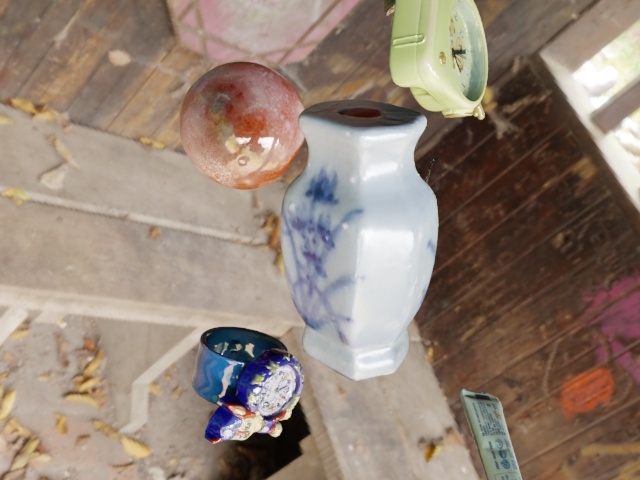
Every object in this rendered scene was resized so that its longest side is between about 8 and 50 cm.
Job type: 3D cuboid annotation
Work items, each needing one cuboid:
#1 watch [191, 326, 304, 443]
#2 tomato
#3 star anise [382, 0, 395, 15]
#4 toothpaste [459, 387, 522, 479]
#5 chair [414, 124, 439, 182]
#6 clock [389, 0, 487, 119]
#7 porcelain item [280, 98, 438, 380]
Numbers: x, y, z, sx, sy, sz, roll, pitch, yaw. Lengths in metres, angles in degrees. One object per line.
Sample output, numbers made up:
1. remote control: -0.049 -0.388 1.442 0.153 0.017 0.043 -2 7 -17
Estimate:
1. watch: -0.146 0.246 1.517 0.196 0.171 0.200 11 14 -47
2. tomato: -0.170 -0.247 1.750 0.270 0.270 0.227 60 10 18
3. star anise: 0.173 -0.590 1.765 0.209 0.089 0.231 -55 129 -28
4. toothpaste: 0.269 0.339 1.251 0.069 0.047 0.268 -7 48 -3
5. chair: 0.135 -0.146 1.801 0.149 0.213 0.174 9 42 -19
6. clock: 0.233 -0.339 1.539 0.308 0.096 0.235 32 60 -53
7. porcelain item: 0.055 0.000 1.282 0.178 0.405 0.242 -18 29 -39
